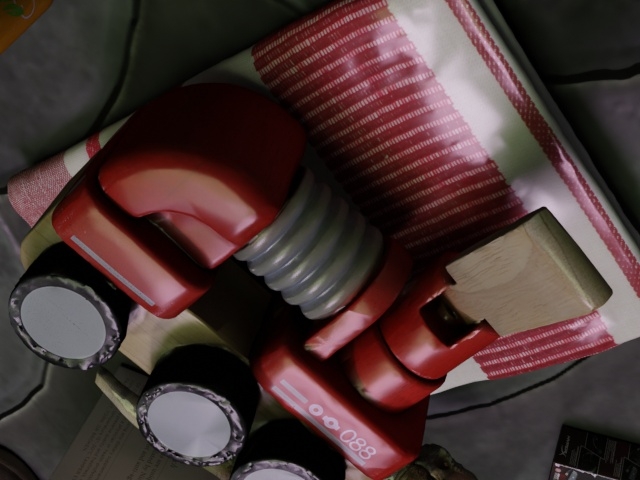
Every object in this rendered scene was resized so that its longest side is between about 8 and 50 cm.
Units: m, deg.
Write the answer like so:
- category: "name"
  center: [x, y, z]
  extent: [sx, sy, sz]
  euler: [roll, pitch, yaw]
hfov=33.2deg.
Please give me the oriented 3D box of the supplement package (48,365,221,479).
- category: "supplement package"
  center: [-0.055, 0.253, 0.762]
  extent: [0.292, 0.175, 0.178]
  euler: [21, 135, 5]

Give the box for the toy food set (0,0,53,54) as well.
- category: "toy food set"
  center: [-0.236, -0.177, 0.495]
  extent: [0.111, 0.105, 0.232]
  euler: [-6, 128, 29]

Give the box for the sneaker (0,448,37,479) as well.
- category: "sneaker"
  center: [-0.250, 0.265, 0.938]
  extent: [0.066, 0.071, 0.188]
  euler: [-21, 119, 37]

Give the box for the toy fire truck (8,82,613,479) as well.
- category: "toy fire truck"
  center: [0.000, 0.013, 0.500]
  extent: [0.217, 0.158, 0.246]
  euler: [43, 121, -14]

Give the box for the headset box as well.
- category: "headset box"
  center: [0.183, 0.155, 0.665]
  extent: [0.083, 0.032, 0.062]
  euler: [14, 135, 14]

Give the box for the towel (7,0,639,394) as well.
- category: "towel"
  center: [0.000, 0.000, 0.603]
  extent: [0.329, 0.037, 0.237]
  euler: [-21, 119, 36]

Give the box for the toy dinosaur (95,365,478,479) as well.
- category: "toy dinosaur"
  center: [-0.035, 0.162, 0.669]
  extent: [0.268, 0.118, 0.064]
  euler: [10, 164, 19]
